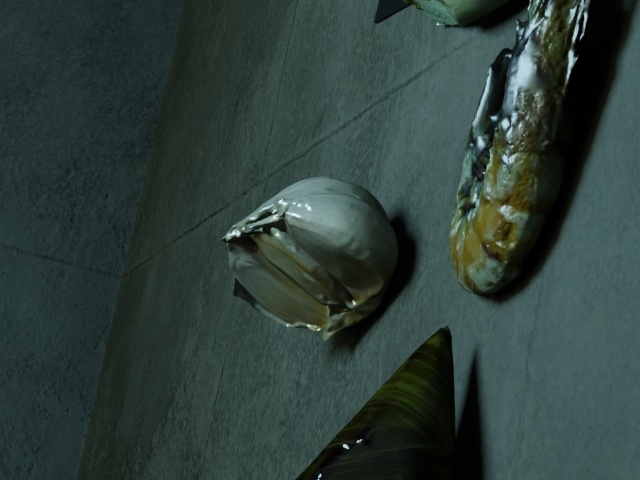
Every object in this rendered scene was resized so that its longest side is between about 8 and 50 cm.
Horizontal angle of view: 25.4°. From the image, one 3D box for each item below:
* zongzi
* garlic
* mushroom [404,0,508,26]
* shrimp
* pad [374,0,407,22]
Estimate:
[{"bbox_3d":[0.012,0.337,1.317,0.403,0.208,0.432,107,-173,-48],"label":"zongzi"},{"bbox_3d":[0.000,0.000,1.611,0.229,0.178,0.143,-26,28,54],"label":"garlic"},{"bbox_3d":[0.160,-0.280,1.475,0.107,0.087,0.333,-63,11,-19],"label":"mushroom"},{"bbox_3d":[0.181,-0.127,1.324,0.233,0.071,0.365,-138,60,-77],"label":"shrimp"},{"bbox_3d":[0.125,-0.410,1.824,0.170,0.006,0.245,170,114,-70],"label":"pad"}]
